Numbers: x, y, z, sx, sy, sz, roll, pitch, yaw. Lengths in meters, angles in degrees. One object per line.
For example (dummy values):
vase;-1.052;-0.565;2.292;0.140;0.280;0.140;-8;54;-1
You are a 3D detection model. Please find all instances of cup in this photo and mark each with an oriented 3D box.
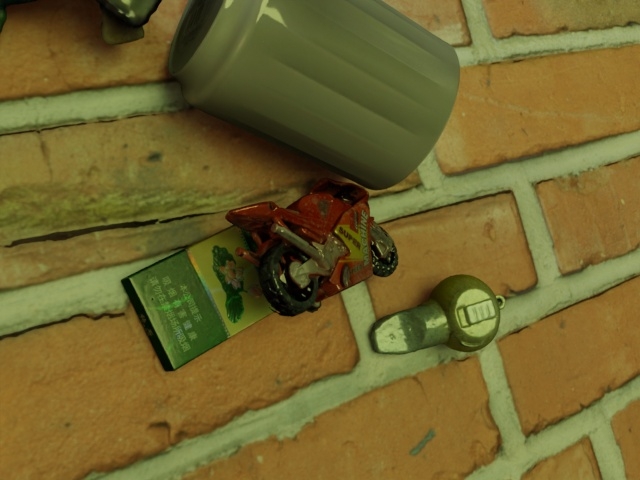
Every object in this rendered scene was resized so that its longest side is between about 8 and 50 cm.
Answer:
cup;-0.015;-0.263;1.062;0.326;0.237;0.323;23;38;-25

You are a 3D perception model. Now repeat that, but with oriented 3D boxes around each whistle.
whistle;0.178;0.122;1.179;0.223;0.123;0.123;-16;89;-13

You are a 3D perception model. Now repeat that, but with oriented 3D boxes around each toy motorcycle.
toy motorcycle;0.002;0.001;1.050;0.298;0.089;0.171;-17;85;-53

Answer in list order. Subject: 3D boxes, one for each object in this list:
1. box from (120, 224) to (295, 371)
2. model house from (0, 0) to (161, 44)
box;-0.129;0.058;1.021;0.235;0.034;0.132;-28;95;-34
model house;-0.309;-0.365;0.899;0.298;0.243;0.284;-14;115;-9
